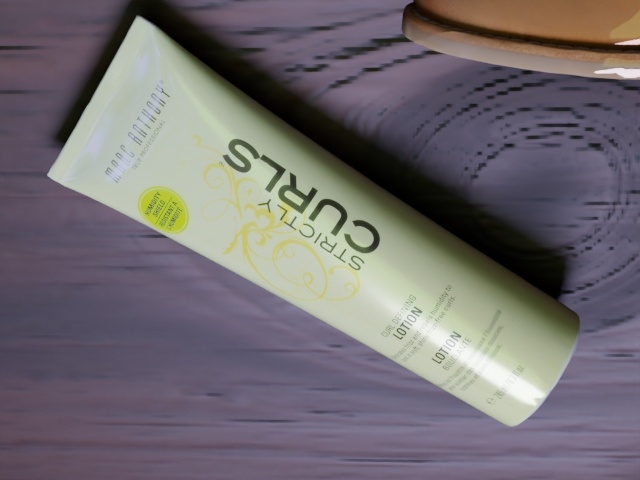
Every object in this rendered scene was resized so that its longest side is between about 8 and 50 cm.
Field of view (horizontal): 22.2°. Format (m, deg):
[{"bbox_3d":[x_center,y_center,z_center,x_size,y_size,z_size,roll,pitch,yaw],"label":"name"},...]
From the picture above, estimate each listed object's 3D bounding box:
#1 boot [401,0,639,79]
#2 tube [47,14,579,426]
[{"bbox_3d":[0.149,-0.178,0.585,0.283,0.109,0.220,-4,111,25],"label":"boot"},{"bbox_3d":[0.000,0.000,0.727,0.240,0.062,0.070,32,77,-7],"label":"tube"}]
